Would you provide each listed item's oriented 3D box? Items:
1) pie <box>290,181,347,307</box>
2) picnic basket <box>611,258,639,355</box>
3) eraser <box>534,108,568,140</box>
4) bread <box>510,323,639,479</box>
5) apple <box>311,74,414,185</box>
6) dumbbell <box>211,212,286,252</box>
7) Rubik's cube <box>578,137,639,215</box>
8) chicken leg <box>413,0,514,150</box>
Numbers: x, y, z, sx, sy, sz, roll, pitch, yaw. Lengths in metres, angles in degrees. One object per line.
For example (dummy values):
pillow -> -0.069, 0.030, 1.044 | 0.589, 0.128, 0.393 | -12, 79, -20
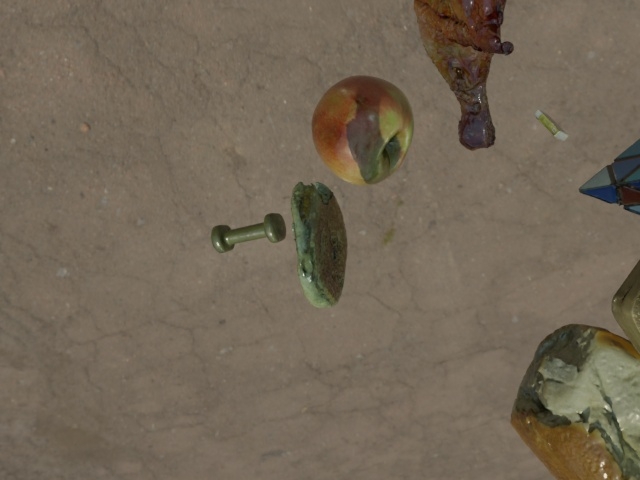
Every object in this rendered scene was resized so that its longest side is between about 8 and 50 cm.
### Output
pie -> 0.001, 0.008, 1.394 | 0.066, 0.303, 0.303 | -6, 139, 19
picnic basket -> 0.476, 0.052, 0.682 | 0.267, 0.139, 0.165 | -48, 114, -14
eraser -> 0.498, -0.249, 1.307 | 0.038, 0.083, 0.019 | 11, 129, -35
bread -> 0.439, 0.272, 0.925 | 0.225, 0.279, 0.250 | -45, 167, -14
apple -> 0.118, -0.330, 1.795 | 0.319, 0.277, 0.319 | -40, 147, -33
dumbbell -> -0.112, -0.011, 0.944 | 0.117, 0.046, 0.052 | -11, -179, 23
Rubik's cube -> 0.652, -0.154, 1.246 | 0.234, 0.250, 0.284 | -10, 156, 24
chicken leg -> 0.177, -0.251, 0.718 | 0.082, 0.178, 0.322 | -20, 155, -2
